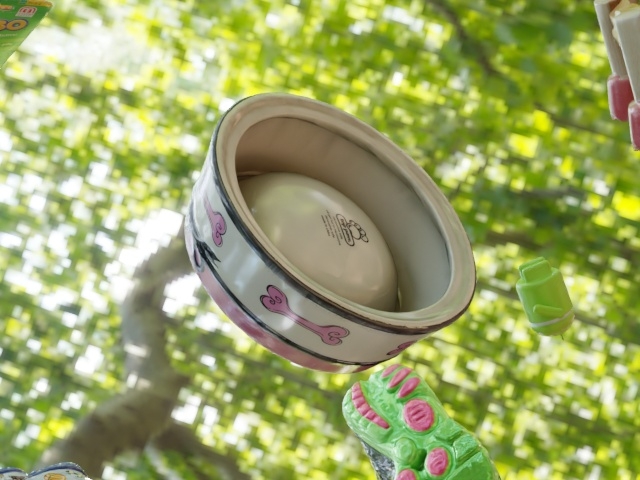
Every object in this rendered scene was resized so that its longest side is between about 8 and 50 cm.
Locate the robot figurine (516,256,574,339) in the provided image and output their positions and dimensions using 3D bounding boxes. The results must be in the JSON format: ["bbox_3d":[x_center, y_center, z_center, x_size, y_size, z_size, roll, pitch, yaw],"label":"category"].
[{"bbox_3d":[0.315,0.084,2.168,0.101,0.067,0.115,-124,12,-77],"label":"robot figurine"}]

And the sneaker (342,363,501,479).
[{"bbox_3d":[0.184,0.373,2.356,0.202,0.185,0.483,57,-175,-32],"label":"sneaker"}]

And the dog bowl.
[{"bbox_3d":[0.000,0.000,2.057,0.150,0.408,0.408,-51,4,34],"label":"dog bowl"}]

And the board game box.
[{"bbox_3d":[-0.384,-0.208,1.624,0.259,0.124,0.039,-27,68,54],"label":"board game box"}]

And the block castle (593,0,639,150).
[{"bbox_3d":[0.559,-0.234,1.811,0.303,0.453,0.213,-79,-29,-76],"label":"block castle"}]

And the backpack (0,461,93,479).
[{"bbox_3d":[-0.374,0.416,2.003,0.263,0.213,0.276,-15,-53,-38],"label":"backpack"}]
